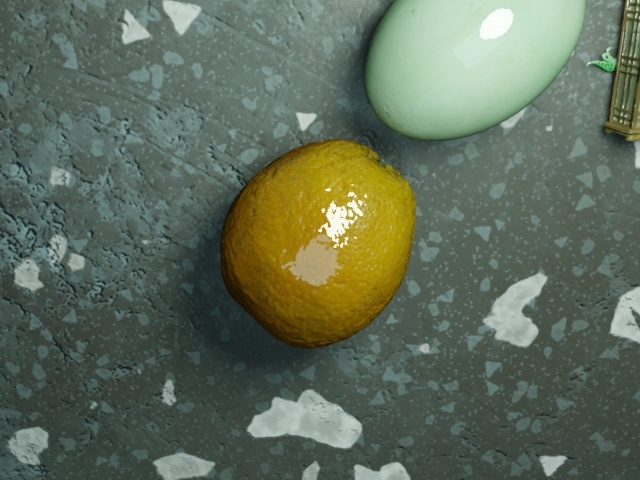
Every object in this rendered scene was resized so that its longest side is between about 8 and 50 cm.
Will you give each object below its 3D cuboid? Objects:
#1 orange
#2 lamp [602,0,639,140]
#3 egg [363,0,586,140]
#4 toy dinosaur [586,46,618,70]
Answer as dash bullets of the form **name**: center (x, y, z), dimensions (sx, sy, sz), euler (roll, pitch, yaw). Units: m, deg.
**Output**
- **orange**: center (0.000, 0.000, 1.506), dimensions (0.322, 0.322, 0.357), euler (40, 94, -11)
- **lamp**: center (0.563, -0.338, 1.489), dimensions (0.090, 0.089, 0.326), euler (-2, 108, -16)
- **egg**: center (0.245, -0.322, 1.410), dimensions (0.389, 0.276, 0.276), euler (-37, 104, 15)
- **toy dinosaur**: center (0.513, -0.307, 1.545), dimensions (0.083, 0.021, 0.062), euler (-29, 114, 2)
